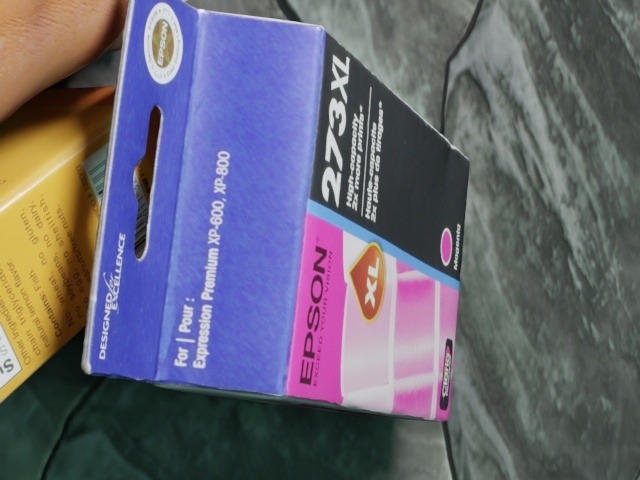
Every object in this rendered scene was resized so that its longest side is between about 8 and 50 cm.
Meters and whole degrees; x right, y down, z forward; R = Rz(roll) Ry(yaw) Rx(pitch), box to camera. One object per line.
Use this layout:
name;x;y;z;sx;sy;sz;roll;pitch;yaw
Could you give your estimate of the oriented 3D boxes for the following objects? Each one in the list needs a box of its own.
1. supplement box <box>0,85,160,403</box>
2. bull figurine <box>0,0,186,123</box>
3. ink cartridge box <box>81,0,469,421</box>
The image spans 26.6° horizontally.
supplement box;-0.152;0.017;0.579;0.233;0.078;0.080;-43;126;-43
bull figurine;-0.157;-0.117;0.556;0.188;0.101;0.310;60;44;-28
ink cartridge box;0.000;0.000;0.716;0.371;0.069;0.175;23;71;-66
